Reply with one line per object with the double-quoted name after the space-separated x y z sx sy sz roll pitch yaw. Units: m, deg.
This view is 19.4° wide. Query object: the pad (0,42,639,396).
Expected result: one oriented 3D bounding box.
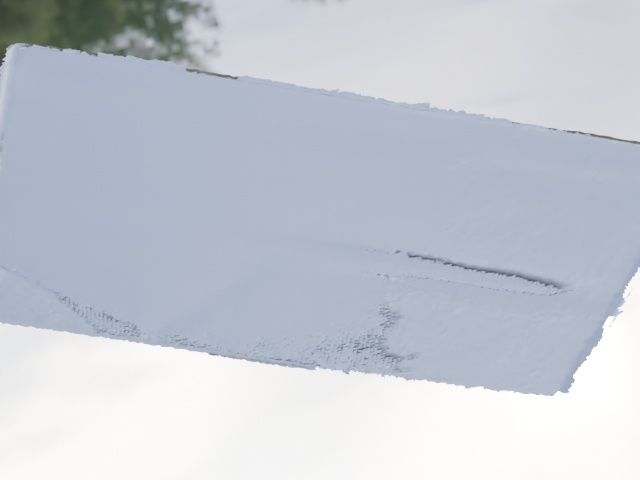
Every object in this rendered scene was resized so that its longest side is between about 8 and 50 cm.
0.000 0.000 0.645 0.232 0.156 0.004 8 -129 -9 "pad"
